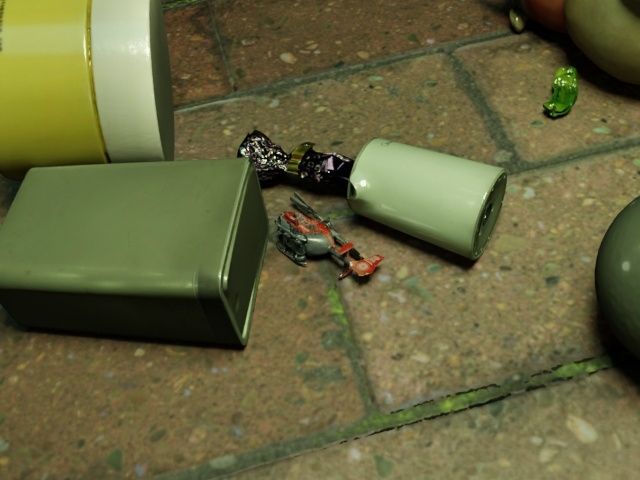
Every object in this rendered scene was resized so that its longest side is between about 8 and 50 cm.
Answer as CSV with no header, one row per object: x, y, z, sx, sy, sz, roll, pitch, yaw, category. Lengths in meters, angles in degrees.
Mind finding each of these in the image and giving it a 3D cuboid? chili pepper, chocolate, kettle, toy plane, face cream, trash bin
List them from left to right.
-0.268,-0.179,0.769,0.180,0.218,0.218,-4,51,-6,face cream
-0.187,0.011,0.690,0.241,0.122,0.164,0,53,8,trash bin
-0.018,-0.090,0.782,0.147,0.072,0.070,5,96,15,chocolate
0.000,0.000,0.731,0.060,0.037,0.145,-34,51,-32,toy plane
0.117,-0.058,0.727,0.148,0.098,0.126,21,62,24,kettle
0.303,-0.185,0.854,0.030,0.034,0.091,-7,43,45,chili pepper

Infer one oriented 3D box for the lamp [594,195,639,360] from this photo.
0.384,0.015,0.614,0.314,0.181,0.182,-19,50,-32,lamp

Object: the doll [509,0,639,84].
0.349,-0.312,0.856,0.174,0.235,0.330,-54,45,18,doll
